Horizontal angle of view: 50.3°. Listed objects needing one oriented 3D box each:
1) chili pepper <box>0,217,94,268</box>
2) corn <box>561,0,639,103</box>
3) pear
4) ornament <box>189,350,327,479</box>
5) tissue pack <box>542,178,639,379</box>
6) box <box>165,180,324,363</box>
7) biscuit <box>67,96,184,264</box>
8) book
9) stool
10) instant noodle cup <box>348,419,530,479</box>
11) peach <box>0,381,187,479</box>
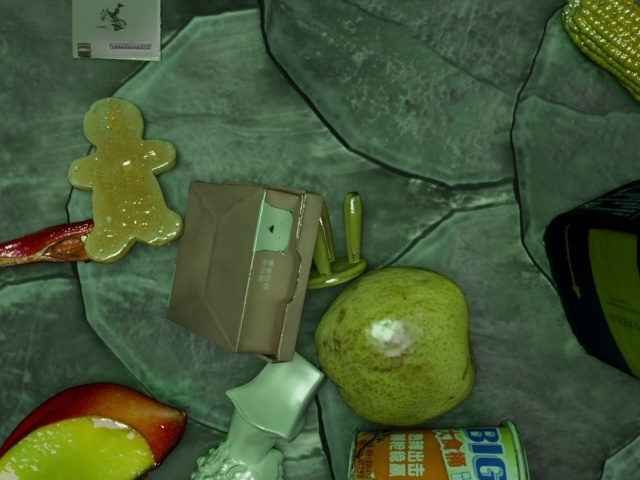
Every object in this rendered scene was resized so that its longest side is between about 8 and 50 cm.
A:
[{"bbox_3d":[-0.362,0.004,0.965,0.267,0.050,0.059,-12,119,0],"label":"chili pepper"},{"bbox_3d":[0.471,-0.244,0.971,0.320,0.097,0.097,41,90,-5],"label":"corn"},{"bbox_3d":[0.098,0.144,0.915,0.211,0.188,0.229,-13,121,6],"label":"pear"},{"bbox_3d":[-0.094,0.277,0.949,0.130,0.120,0.285,21,89,16],"label":"ornament"},{"bbox_3d":[0.484,0.046,0.816,0.264,0.416,0.253,-21,93,-2],"label":"tissue pack"},{"bbox_3d":[-0.106,0.030,0.889,0.086,0.215,0.215,9,92,-38],"label":"box"},{"bbox_3d":[-0.271,-0.091,0.946,0.153,0.030,0.235,-16,76,-8],"label":"biscuit"},{"bbox_3d":[-0.291,-0.347,0.971,0.127,0.014,0.182,0,91,-3],"label":"book"},{"bbox_3d":[0.000,0.000,0.940,0.135,0.134,0.111,-13,99,8],"label":"stool"},{"bbox_3d":[0.141,0.370,0.891,0.213,0.296,0.297,4,92,6],"label":"instant noodle cup"},{"bbox_3d":[-0.316,0.270,0.917,0.267,0.159,0.154,-36,104,1],"label":"peach"}]
